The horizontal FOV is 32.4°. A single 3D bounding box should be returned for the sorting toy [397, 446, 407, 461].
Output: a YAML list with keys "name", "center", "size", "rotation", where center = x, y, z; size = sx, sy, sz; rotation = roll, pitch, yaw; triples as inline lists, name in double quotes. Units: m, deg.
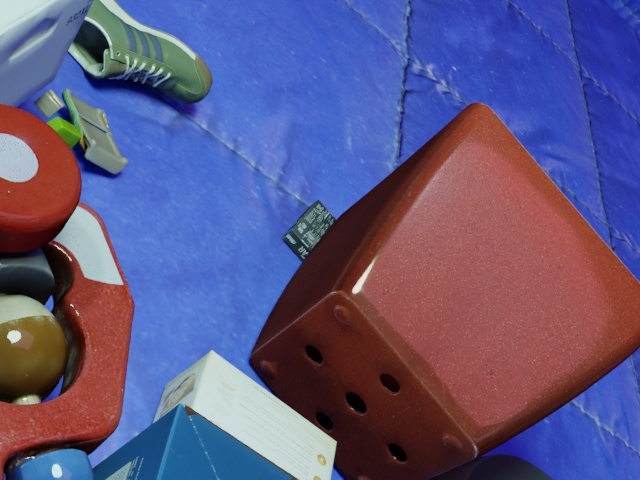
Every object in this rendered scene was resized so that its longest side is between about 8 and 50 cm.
- name: "sorting toy"
  center: [0.113, 0.221, 1.125]
  size: [0.062, 0.012, 0.083]
  rotation: [57, 33, 9]

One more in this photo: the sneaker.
- name: "sneaker"
  center: [-0.198, -0.181, 1.094]
  size: [0.192, 0.064, 0.086]
  rotation: [37, 42, -22]

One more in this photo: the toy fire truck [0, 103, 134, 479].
- name: "toy fire truck"
  center: [-0.244, 0.062, 0.644]
  size: [0.302, 0.169, 0.254]
  rotation: [-1, 57, -42]

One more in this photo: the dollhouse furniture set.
- name: "dollhouse furniture set"
  center: [-0.243, -0.099, 0.985]
  size: [0.076, 0.058, 0.151]
  rotation: [60, 13, 26]

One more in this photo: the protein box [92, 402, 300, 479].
- name: "protein box"
  center: [-0.110, 0.244, 0.641]
  size: [0.136, 0.201, 0.200]
  rotation: [38, 34, -21]

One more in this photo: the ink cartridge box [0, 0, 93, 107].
- name: "ink cartridge box"
  center: [-0.348, -0.209, 0.804]
  size: [0.307, 0.129, 0.223]
  rotation: [34, 33, -3]

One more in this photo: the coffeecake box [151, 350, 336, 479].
- name: "coffeecake box"
  center: [-0.071, 0.202, 0.859]
  size: [0.142, 0.068, 0.185]
  rotation: [39, 34, -19]

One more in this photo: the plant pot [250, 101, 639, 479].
- name: "plant pot"
  center: [0.098, 0.084, 1.020]
  size: [0.267, 0.267, 0.236]
  rotation: [49, 51, 0]

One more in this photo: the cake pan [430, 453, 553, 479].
- name: "cake pan"
  center: [0.199, 0.334, 1.069]
  size: [0.293, 0.054, 0.293]
  rotation: [32, 39, -30]

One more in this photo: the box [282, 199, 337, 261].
- name: "box"
  center: [0.000, 0.000, 1.197]
  size: [0.067, 0.018, 0.083]
  rotation: [48, 32, -6]
